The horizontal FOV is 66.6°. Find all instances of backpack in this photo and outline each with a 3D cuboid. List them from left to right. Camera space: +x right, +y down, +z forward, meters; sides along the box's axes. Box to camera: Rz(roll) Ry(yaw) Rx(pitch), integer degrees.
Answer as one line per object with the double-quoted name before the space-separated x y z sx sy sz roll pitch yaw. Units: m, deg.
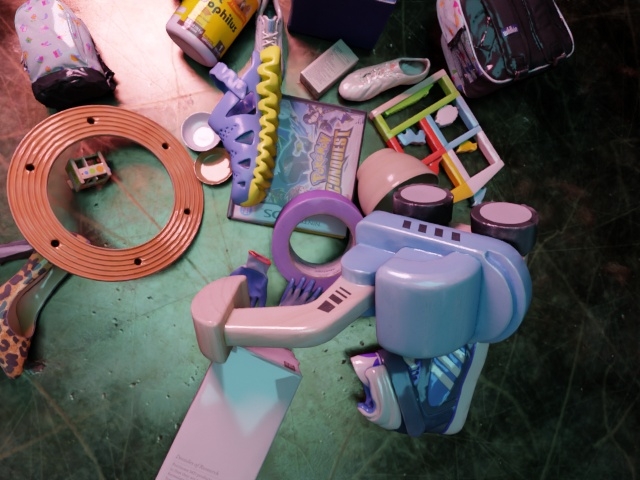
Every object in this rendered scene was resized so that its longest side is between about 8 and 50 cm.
"backpack" -0.492 -0.361 0.927 0.152 0.115 0.181 -16 86 -5
"backpack" 0.357 -0.439 0.994 0.225 0.191 0.253 -23 97 -10

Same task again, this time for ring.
"ring" -0.386 -0.088 0.911 0.337 0.032 0.336 8 74 -30

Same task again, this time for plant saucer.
"plant saucer" -0.213 -0.149 0.988 0.084 0.015 0.083 -1 71 4

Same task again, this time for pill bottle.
"pill bottle" -0.198 -0.461 0.960 0.117 0.117 0.215 35 87 -4

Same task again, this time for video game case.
"video game case" -0.046 -0.157 1.007 0.249 0.035 0.274 10 86 -6

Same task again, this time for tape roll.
"tape roll" 0.000 0.000 0.950 0.189 0.080 0.188 -1 106 -3

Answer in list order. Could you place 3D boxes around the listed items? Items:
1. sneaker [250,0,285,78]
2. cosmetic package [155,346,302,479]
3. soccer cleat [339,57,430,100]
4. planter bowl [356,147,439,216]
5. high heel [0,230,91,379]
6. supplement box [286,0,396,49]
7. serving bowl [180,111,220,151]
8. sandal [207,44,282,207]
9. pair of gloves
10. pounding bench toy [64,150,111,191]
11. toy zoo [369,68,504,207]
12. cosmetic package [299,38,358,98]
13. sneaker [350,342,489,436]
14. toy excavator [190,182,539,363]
"sneaker" -0.107 -0.411 0.992 0.072 0.083 0.190 -2 88 -9
"cosmetic package" -0.181 0.362 0.871 0.156 0.217 0.384 24 83 -5
"soccer cleat" 0.133 -0.344 1.019 0.197 0.076 0.068 -17 89 -7
"planter bowl" 0.140 -0.114 0.978 0.162 0.162 0.109 -27 63 -8
"high heel" -0.512 0.112 0.902 0.186 0.093 0.261 -11 79 -1
"supplement box" 0.063 -0.606 0.968 0.196 0.194 0.356 11 85 -6
"serving bowl" -0.238 -0.217 0.989 0.084 0.027 0.083 0 80 -2
"sandal" -0.148 -0.217 0.928 0.138 0.126 0.317 3 78 -2
"pair of gloves" -0.089 0.108 0.945 0.198 0.023 0.159 27 128 -2
"pounding bench toy" -0.453 -0.130 0.951 0.065 0.083 0.052 -27 93 -39
"toy zoo" 0.262 -0.196 1.048 0.192 0.030 0.293 -32 90 -8
"cosmetic package" 0.017 -0.359 1.024 0.115 0.041 0.060 -41 91 -8
"sneaker" 0.185 0.220 0.963 0.237 0.130 0.322 12 91 -10
"toy excavator" 0.084 0.082 0.783 0.433 0.445 0.222 16 124 31
